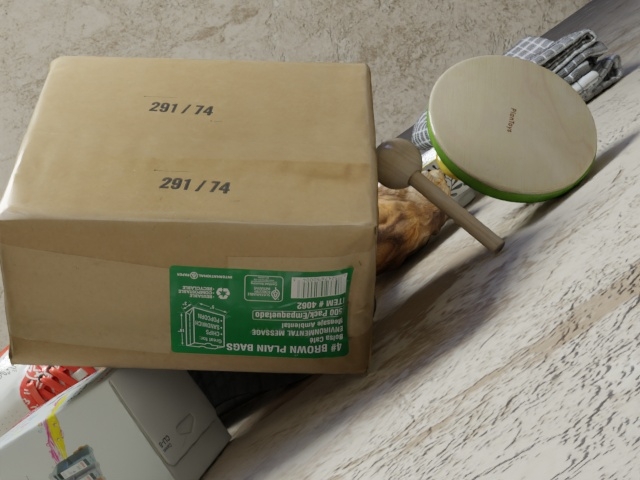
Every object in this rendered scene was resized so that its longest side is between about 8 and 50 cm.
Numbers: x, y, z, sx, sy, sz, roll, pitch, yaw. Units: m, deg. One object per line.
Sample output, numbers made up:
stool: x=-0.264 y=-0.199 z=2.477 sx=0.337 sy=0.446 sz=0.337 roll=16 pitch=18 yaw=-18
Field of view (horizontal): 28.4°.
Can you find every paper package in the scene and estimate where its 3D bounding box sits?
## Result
paper package: x=-0.112 y=-0.031 z=1.172 sx=0.324 sy=0.168 sz=0.309 roll=2 pitch=36 yaw=0

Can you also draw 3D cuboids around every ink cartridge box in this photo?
ink cartridge box: x=-0.199 y=0.194 z=1.175 sx=0.176 sy=0.127 sz=0.128 roll=-31 pitch=6 yaw=21

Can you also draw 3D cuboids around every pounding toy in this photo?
pounding toy: x=0.174 y=-0.079 z=1.337 sx=0.237 sy=0.183 sz=0.110 roll=-41 pitch=-17 yaw=-31

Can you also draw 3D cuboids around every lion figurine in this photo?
lion figurine: x=0.000 y=0.000 z=1.445 sx=0.240 sy=0.142 sz=0.392 roll=-16 pitch=7 yaw=23

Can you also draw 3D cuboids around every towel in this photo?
towel: x=0.287 y=-0.212 z=1.906 sx=0.283 sy=0.121 sz=0.235 roll=-35 pitch=6 yaw=-10

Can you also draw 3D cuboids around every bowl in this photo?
bowl: x=0.154 y=-0.072 z=1.677 sx=0.170 sy=0.080 sz=0.170 roll=-34 pitch=6 yaw=4

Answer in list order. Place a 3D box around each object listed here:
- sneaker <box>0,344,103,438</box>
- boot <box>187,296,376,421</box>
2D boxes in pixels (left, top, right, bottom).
sneaker: x=-0.261 y=0.127 z=1.378 sx=0.145 sy=0.090 sz=0.270 roll=-3 pitch=37 yaw=51
boot: x=-0.094 y=0.117 z=1.362 sx=0.338 sy=0.118 sz=0.223 roll=-28 pitch=-1 yaw=5
